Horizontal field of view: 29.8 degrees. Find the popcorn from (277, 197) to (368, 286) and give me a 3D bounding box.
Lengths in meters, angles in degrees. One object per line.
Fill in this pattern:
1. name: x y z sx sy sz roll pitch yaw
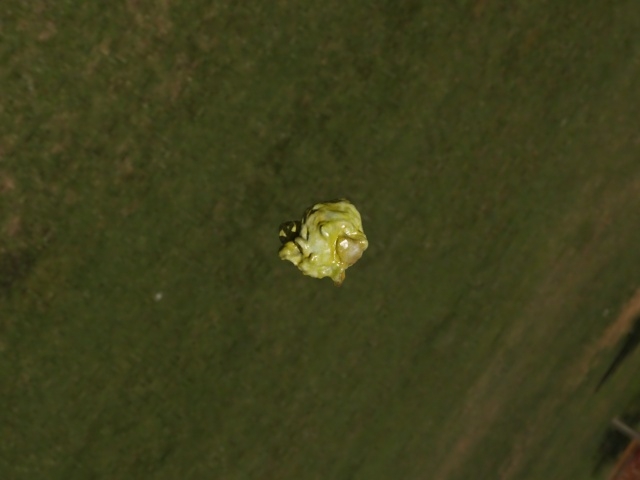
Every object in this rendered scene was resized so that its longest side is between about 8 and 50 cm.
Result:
1. popcorn: 0.003 -0.001 0.947 0.059 0.083 0.068 37 72 -32
